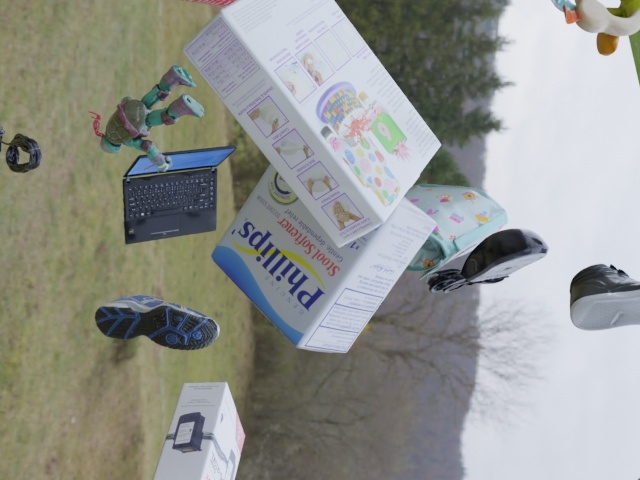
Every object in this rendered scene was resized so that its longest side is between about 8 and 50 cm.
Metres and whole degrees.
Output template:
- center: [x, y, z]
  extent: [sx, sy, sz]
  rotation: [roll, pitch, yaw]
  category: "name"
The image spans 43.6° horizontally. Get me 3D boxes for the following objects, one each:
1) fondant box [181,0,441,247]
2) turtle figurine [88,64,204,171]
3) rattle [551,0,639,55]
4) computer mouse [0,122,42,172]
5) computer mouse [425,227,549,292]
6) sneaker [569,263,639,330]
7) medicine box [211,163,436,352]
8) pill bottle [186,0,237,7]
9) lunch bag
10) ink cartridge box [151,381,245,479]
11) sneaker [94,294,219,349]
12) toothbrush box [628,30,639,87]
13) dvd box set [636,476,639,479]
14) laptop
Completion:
- center: [0.001, -0.189, 1.085]
  extent: [0.330, 0.096, 0.238]
  rotation: [51, 40, -10]
  category: "fondant box"
- center: [-0.326, -0.211, 1.467]
  extent: [0.175, 0.234, 0.118]
  rotation: [62, 22, 12]
  category: "turtle figurine"
- center: [0.427, -0.355, 1.311]
  extent: [0.130, 0.199, 0.142]
  rotation: [61, -27, 1]
  category: "rattle"
- center: [-0.431, -0.143, 1.093]
  extent: [0.041, 0.242, 0.071]
  rotation: [-10, 117, -42]
  category: "computer mouse"
- center: [0.340, 0.031, 1.582]
  extent: [0.272, 0.188, 0.072]
  rotation: [139, -58, -62]
  category: "computer mouse"
- center: [0.626, 0.101, 1.560]
  extent: [0.147, 0.295, 0.105]
  rotation: [-81, 167, -61]
  category: "sneaker"
- center: [0.000, 0.000, 1.374]
  extent: [0.289, 0.263, 0.149]
  rotation: [-56, 146, 11]
  category: "medicine box"
- center: [-0.228, -0.579, 1.558]
  extent: [0.229, 0.407, 0.229]
  rotation: [6, -83, 51]
  category: "pill bottle"
- center: [0.247, -0.023, 1.743]
  extent: [0.223, 0.262, 0.160]
  rotation: [-24, 114, -35]
  category: "lunch bag"
- center: [-0.230, 0.420, 1.546]
  extent: [0.237, 0.100, 0.172]
  rotation: [-80, 162, -51]
  category: "ink cartridge box"
- center: [-0.266, 0.127, 1.339]
  extent: [0.081, 0.211, 0.080]
  rotation: [-57, 155, -64]
  category: "sneaker"
- center: [0.792, -0.400, 1.704]
  extent: [0.283, 0.206, 0.122]
  rotation: [66, -10, -28]
  category: "toothbrush box"
- center: [0.575, 0.473, 1.165]
  extent: [0.062, 0.420, 0.308]
  rotation: [-100, -151, -52]
  category: "dvd box set"
- center: [-0.323, -0.103, 1.839]
  extent: [0.136, 0.234, 0.264]
  rotation: [40, -48, 51]
  category: "laptop"
